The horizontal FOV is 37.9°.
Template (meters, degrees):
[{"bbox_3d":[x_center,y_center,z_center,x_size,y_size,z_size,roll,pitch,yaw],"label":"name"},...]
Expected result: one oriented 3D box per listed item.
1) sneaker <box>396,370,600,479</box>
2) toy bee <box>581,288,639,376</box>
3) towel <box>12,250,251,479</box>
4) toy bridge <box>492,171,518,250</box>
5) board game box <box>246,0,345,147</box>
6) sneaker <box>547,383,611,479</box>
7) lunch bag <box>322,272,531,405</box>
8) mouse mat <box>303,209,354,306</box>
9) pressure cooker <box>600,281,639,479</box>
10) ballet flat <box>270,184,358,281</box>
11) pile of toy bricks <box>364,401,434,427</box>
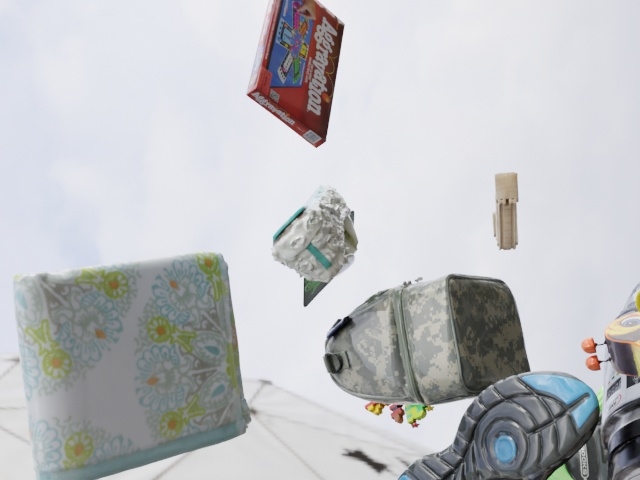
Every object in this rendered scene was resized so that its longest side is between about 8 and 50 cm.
[{"bbox_3d":[0.240,0.279,1.210,0.139,0.341,0.125,13,-134,-36],"label":"sneaker"},{"bbox_3d":[0.418,0.144,1.151,0.298,0.162,0.195,34,-143,-86],"label":"toy bee"},{"bbox_3d":[-0.286,0.189,1.463,0.374,0.090,0.320,-8,-92,-41],"label":"towel"},{"bbox_3d":[0.210,-0.021,1.057,0.188,0.026,0.063,53,-145,-74],"label":"toy bridge"},{"bbox_3d":[-0.033,-0.288,1.465,0.145,0.027,0.281,35,-135,-30],"label":"board game box"},{"bbox_3d":[0.569,0.373,1.713,0.483,0.202,0.185,-24,-50,-43],"label":"sneaker"},{"bbox_3d":[0.180,0.181,1.599,0.305,0.256,0.212,6,-111,-56],"label":"lunch bag"},{"bbox_3d":[0.019,0.038,1.974,0.189,0.007,0.152,-43,-31,-38],"label":"mouse mat"},{"bbox_3d":[0.606,0.265,1.338,0.370,0.375,0.420,42,-130,-33],"label":"pressure cooker"},{"bbox_3d":[0.000,0.000,1.602,0.409,0.147,0.147,-59,-32,-79],"label":"ballet flat"},{"bbox_3d":[0.209,0.367,2.091,0.118,0.212,0.105,30,-145,-35],"label":"pile of toy bricks"}]
